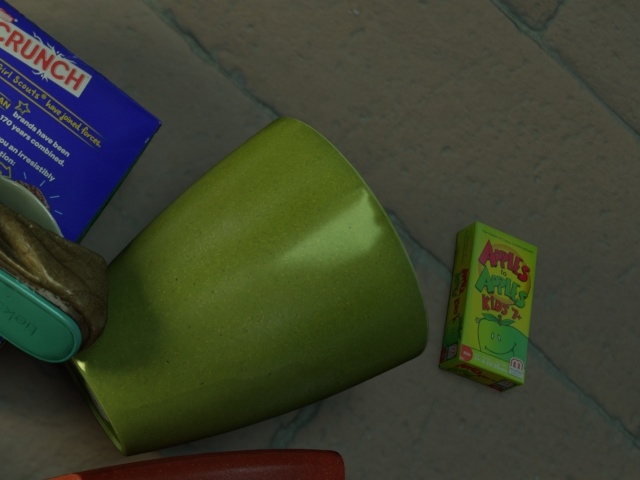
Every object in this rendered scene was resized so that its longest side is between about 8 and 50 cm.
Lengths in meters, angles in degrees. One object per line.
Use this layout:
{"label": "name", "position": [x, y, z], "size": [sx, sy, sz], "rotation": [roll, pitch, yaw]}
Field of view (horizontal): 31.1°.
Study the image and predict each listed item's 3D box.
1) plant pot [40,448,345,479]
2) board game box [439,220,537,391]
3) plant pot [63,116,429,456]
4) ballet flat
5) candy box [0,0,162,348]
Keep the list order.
{"label": "plant pot", "position": [-0.155, 0.298, 0.906], "size": [0.235, 0.267, 0.267], "rotation": [22, 59, -43]}
{"label": "board game box", "position": [0.202, 0.078, 1.366], "size": [0.092, 0.043, 0.181], "rotation": [22, 61, -20]}
{"label": "plant pot", "position": [-0.096, 0.069, 1.099], "size": [0.293, 0.275, 0.275], "rotation": [-31, 87, -17]}
{"label": "ballet flat", "position": [-0.318, -0.031, 0.947], "size": [0.342, 0.116, 0.124], "rotation": [33, 39, -15]}
{"label": "candy box", "position": [-0.345, -0.062, 1.073], "size": [0.268, 0.122, 0.317], "rotation": [37, 59, -11]}
